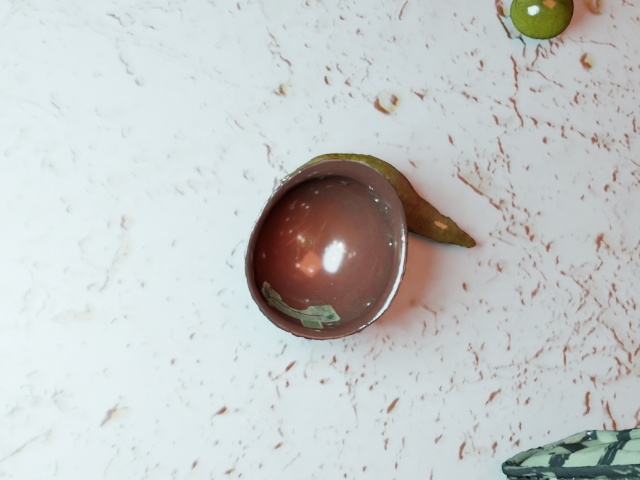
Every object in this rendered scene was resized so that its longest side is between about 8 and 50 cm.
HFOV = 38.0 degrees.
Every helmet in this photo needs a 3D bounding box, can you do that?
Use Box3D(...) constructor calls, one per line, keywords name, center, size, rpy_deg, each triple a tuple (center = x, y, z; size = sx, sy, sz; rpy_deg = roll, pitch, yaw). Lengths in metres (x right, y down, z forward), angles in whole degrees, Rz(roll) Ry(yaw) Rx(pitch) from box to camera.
Box3D(name="helmet", center=(0.000, 0.000, 0.910), size=(0.155, 0.106, 0.175), rpy_deg=(12, 99, -12))

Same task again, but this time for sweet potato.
Box3D(name="sweet potato", center=(0.070, -0.050, 0.973), size=(0.226, 0.068, 0.068), rpy_deg=(20, 72, -14))

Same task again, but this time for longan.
Box3D(name="longan", center=(0.255, -0.272, 1.084), size=(0.075, 0.075, 0.083), rpy_deg=(-23, 42, -19))

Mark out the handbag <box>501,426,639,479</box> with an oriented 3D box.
Box3D(name="handbag", center=(0.338, 0.322, 0.812), size=(0.162, 0.327, 0.325), rpy_deg=(-16, 82, -23))
